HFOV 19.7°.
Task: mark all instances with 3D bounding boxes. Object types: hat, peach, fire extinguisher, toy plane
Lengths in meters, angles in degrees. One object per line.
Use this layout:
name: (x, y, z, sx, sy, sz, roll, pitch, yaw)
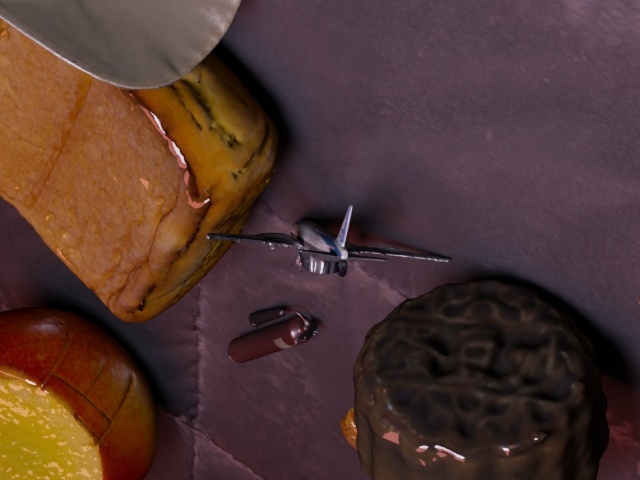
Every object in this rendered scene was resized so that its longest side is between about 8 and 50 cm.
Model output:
hat: (-0.201, -0.240, 1.593, 0.244, 0.214, 0.149, 44, 168, -15)
peach: (-0.334, 0.193, 2.182, 0.275, 0.248, 0.245, 56, -173, -30)
fire extinguisher: (-0.050, 0.095, 1.949, 0.173, 0.035, 0.049, -22, 73, 56)
toy plane: (0.000, 0.003, 1.701, 0.226, 0.058, 0.226, 6, 176, -12)

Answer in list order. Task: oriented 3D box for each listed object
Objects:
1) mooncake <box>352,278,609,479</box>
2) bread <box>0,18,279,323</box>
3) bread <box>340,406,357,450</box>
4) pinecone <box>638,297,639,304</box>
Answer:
mooncake: (0.139, 0.138, 1.600, 0.228, 0.228, 0.124, 24, 146, 28)
bread: (-0.202, -0.114, 1.766, 0.328, 0.148, 0.337, 45, 145, 8)
bread: (0.061, 0.199, 1.927, 0.083, 0.046, 0.081, -3, 128, 48)
pinecone: (0.329, 0.027, 1.315, 0.195, 0.179, 0.150, -30, 74, 50)
